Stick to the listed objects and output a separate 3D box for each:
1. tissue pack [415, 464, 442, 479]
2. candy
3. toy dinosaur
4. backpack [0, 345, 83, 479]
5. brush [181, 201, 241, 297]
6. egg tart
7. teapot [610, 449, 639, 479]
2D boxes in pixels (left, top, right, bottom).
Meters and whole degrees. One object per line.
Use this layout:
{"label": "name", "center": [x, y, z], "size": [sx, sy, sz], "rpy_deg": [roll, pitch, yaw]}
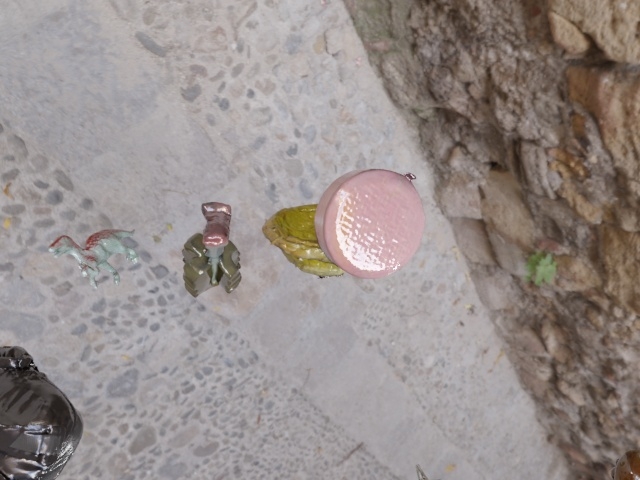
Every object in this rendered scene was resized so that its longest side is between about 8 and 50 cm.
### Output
{"label": "tissue pack", "center": [0.261, 0.657, 1.071], "size": [0.148, 0.209, 0.156], "rpy_deg": [7, 100, -11]}
{"label": "candy", "center": [0.114, -0.044, 1.001], "size": [0.255, 0.094, 0.255], "rpy_deg": [-3, 101, -19]}
{"label": "toy dinosaur", "center": [-0.454, 0.009, 0.955], "size": [0.053, 0.242, 0.167], "rpy_deg": [-19, 122, 16]}
{"label": "backpack", "center": [-0.771, 0.453, 1.080], "size": [0.363, 0.446, 0.255], "rpy_deg": [-66, 152, -21]}
{"label": "brush", "center": [-0.131, 0.012, 0.553], "size": [0.084, 0.301, 0.071], "rpy_deg": [-2, 72, -14]}
{"label": "egg tart", "center": [0.000, 0.000, 1.315], "size": [0.345, 0.345, 0.132], "rpy_deg": [-13, 124, -34]}
{"label": "teapot", "center": [0.517, 0.402, 0.739], "size": [0.098, 0.078, 0.129], "rpy_deg": [-31, 99, -22]}
